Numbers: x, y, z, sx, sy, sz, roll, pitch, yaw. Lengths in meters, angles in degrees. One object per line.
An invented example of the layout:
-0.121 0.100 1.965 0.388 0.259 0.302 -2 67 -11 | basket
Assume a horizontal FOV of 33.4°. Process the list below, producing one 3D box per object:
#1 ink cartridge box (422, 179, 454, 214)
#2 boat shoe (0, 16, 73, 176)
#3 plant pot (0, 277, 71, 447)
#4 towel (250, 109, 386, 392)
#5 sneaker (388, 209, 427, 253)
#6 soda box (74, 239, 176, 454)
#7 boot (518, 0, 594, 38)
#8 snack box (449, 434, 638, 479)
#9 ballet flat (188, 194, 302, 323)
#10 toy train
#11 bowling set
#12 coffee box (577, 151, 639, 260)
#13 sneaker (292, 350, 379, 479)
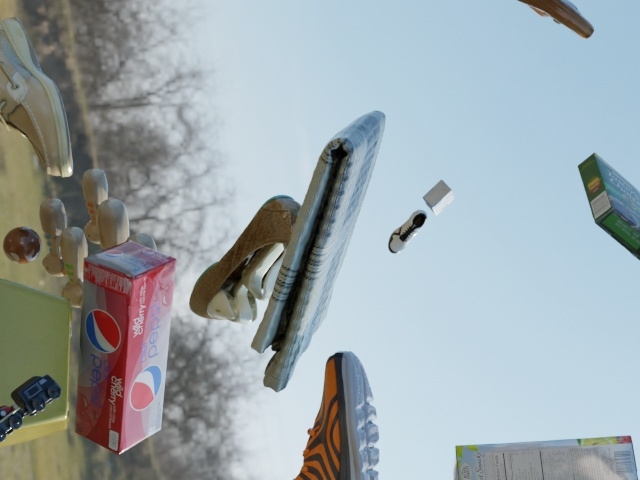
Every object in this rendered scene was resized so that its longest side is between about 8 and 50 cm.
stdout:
0.212 -0.076 1.912 0.028 0.048 0.083 47 2 14 | ink cartridge box
-0.436 -0.200 1.531 0.302 0.098 0.109 59 -26 29 | boat shoe
-0.399 0.154 1.298 0.212 0.187 0.212 129 -38 -70 | plant pot
0.000 0.000 1.343 0.312 0.056 0.324 -53 161 -73 | towel
0.174 -0.019 2.140 0.040 0.109 0.044 38 -1 -3 | sneaker
-0.256 0.140 1.401 0.083 0.092 0.263 20 -65 26 | soda box
0.248 -0.336 1.406 0.096 0.280 0.264 -54 -154 11 | boot
0.265 0.293 1.304 0.174 0.207 0.070 82 4 -66 | snack box
-0.124 0.067 1.879 0.342 0.116 0.124 -47 -131 33 | ballet flat
-0.312 0.175 1.022 0.027 0.158 0.036 -31 -84 43 | toy train
-0.371 0.024 1.595 0.287 0.200 0.154 -131 -144 -50 | bowling set
0.457 -0.053 1.641 0.040 0.113 0.184 -45 -162 26 | coffee box
-0.019 0.305 1.386 0.124 0.180 0.321 38 49 -69 | sneaker
